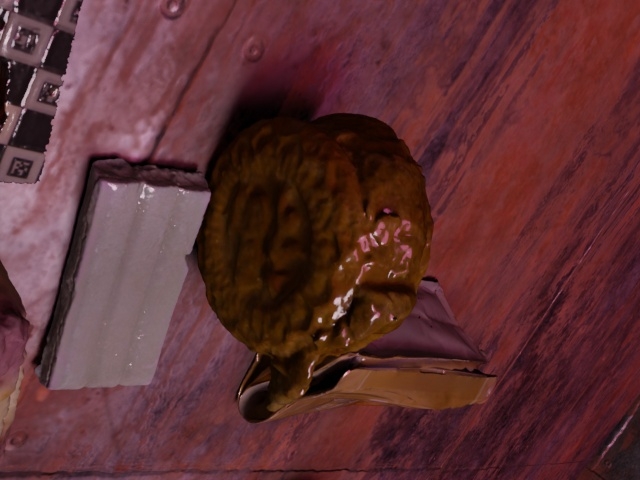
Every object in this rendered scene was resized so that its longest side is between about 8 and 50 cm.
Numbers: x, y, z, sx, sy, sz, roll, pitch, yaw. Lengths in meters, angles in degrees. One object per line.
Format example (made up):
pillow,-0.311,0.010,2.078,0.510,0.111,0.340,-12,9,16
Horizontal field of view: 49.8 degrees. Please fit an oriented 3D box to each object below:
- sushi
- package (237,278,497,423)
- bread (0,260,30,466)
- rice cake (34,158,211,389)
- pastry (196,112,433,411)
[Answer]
sushi,-0.243,-0.136,0.468,0.139,0.031,0.201,0,122,-44
package,0.082,0.172,0.912,0.311,0.165,0.221,12,111,-47
bread,-0.322,0.150,0.494,0.155,0.187,0.338,-7,125,-45
rice cake,-0.183,0.040,0.650,0.127,0.043,0.237,4,117,-44
pastry,0.000,0.000,0.646,0.132,0.235,0.240,-3,142,-46
